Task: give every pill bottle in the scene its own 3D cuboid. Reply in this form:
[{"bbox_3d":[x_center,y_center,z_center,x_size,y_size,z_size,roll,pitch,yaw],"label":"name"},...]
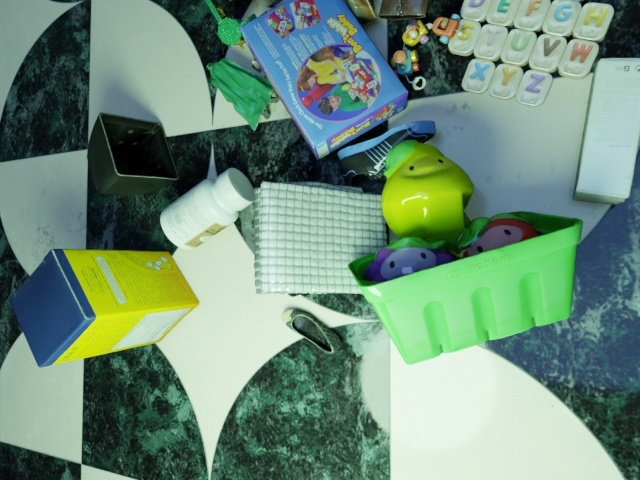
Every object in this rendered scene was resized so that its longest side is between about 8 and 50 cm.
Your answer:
[{"bbox_3d":[-0.285,-0.083,1.168,0.229,0.131,0.131,-31,75,21],"label":"pill bottle"}]

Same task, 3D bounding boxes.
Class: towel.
[{"bbox_3d":[0.000,0.000,0.972,0.121,0.284,0.234,156,115,-66],"label":"towel"}]

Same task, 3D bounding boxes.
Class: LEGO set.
[{"bbox_3d":[-0.155,-0.654,1.139,0.331,0.192,0.255,-36,103,23],"label":"LEGO set"}]

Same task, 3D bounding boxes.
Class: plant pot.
[{"bbox_3d":[-0.547,-0.222,1.279,0.167,0.187,0.188,-28,77,34],"label":"plant pot"}]

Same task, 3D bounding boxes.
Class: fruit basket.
[{"bbox_3d":[0.224,-0.014,0.823,0.392,0.283,0.391,0,97,-2],"label":"fruit basket"}]

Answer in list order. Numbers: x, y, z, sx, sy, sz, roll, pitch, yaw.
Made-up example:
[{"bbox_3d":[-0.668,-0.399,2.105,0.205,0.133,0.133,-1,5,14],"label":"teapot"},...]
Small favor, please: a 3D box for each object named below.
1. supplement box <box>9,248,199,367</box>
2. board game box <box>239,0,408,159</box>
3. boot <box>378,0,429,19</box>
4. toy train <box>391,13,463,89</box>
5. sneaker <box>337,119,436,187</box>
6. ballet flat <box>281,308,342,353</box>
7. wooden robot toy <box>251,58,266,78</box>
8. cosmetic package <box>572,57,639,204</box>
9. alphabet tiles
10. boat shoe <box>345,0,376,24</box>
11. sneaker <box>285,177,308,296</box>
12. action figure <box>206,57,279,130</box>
[{"bbox_3d":[-0.523,0.154,1.145,0.194,0.357,0.195,-41,72,18],"label":"supplement box"},{"bbox_3d":[0.004,-0.390,1.028,0.233,0.078,0.347,-30,76,0],"label":"board game box"},{"bbox_3d":[0.243,-0.581,0.964,0.249,0.090,0.206,14,102,37],"label":"boot"},{"bbox_3d":[0.219,-0.419,0.980,0.125,0.046,0.166,39,107,31],"label":"toy train"},{"bbox_3d":[0.149,-0.186,1.001,0.232,0.081,0.090,-17,84,31],"label":"sneaker"},{"bbox_3d":[-0.023,0.211,1.077,0.173,0.049,0.057,26,98,24],"label":"ballet flat"},{"bbox_3d":[-0.118,-0.448,1.134,0.173,0.079,0.076,14,94,26],"label":"wooden robot toy"},{"bbox_3d":[0.511,-0.186,0.806,0.086,0.117,0.230,11,91,26],"label":"cosmetic package"},{"bbox_3d":[0.412,-0.421,0.915,0.284,0.021,0.277,24,98,25],"label":"alphabet tiles"},{"bbox_3d":[0.077,-0.658,1.030,0.120,0.122,0.323,-19,80,18],"label":"boat shoe"},{"bbox_3d":[-0.096,-0.014,1.095,0.124,0.107,0.283,10,92,31],"label":"sneaker"},{"bbox_3d":[-0.213,-0.404,1.185,0.232,0.063,0.137,39,106,17],"label":"action figure"}]
